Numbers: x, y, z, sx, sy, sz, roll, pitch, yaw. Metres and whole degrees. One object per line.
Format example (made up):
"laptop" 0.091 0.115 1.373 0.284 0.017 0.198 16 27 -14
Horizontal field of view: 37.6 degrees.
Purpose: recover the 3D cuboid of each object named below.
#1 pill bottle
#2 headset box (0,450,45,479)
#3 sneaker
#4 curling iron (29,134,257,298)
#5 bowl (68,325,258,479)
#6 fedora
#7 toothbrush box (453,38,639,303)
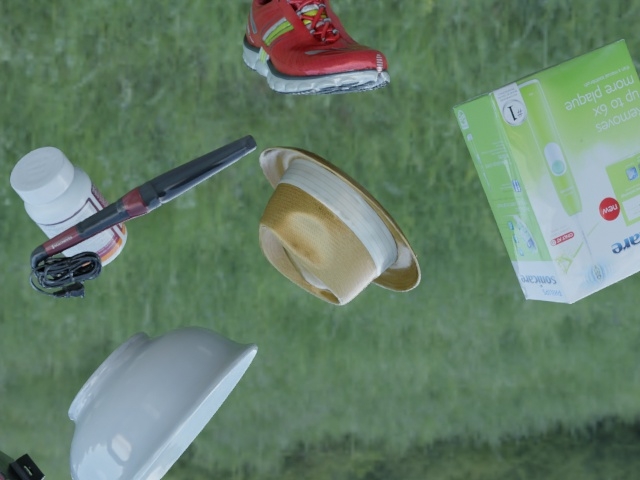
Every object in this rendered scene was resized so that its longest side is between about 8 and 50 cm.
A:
"pill bottle" -0.438 -0.055 1.640 0.121 0.121 0.221 0 144 22
"headset box" -0.548 0.459 1.455 0.218 0.293 0.110 27 162 45
"sneaker" -0.018 -0.227 1.015 0.107 0.118 0.279 -7 -156 -27
"curling iron" -0.182 -0.032 0.978 0.274 0.068 0.035 -37 -138 -14
"bowl" -0.223 0.211 1.196 0.134 0.298 0.298 38 -176 6
"fedora" 0.000 0.000 0.865 0.194 0.079 0.194 36 161 14
"toothbrush box" 0.330 -0.087 1.222 0.206 0.283 0.122 -22 -174 -14
